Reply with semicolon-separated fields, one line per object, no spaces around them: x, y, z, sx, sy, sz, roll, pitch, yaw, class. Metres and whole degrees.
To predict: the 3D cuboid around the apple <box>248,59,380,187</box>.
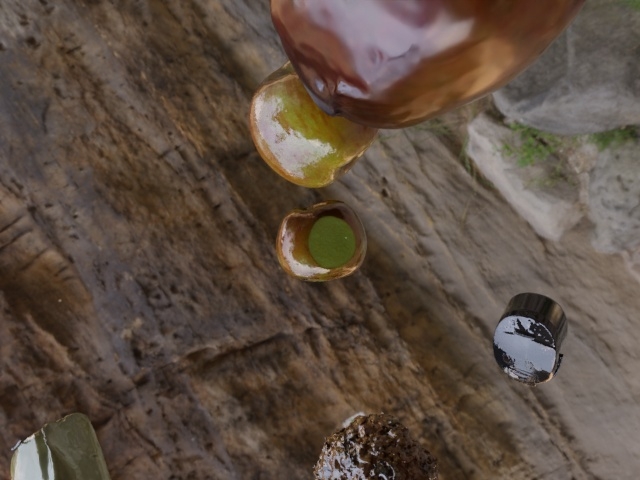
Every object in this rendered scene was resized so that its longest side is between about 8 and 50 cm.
0.001;-0.255;1.164;0.301;0.302;0.301;62;178;3;apple

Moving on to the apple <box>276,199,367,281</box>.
0.000;0.000;0.684;0.099;0.114;0.101;168;96;-78;apple

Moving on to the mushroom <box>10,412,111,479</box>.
-0.179;0.296;0.429;0.081;0.100;0.312;16;-143;-58;mushroom

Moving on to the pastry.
0.118;0.468;1.068;0.193;0.275;0.274;2;-130;-45;pastry

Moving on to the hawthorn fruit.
0.105;-0.265;0.536;0.325;0.308;0.308;20;151;35;hawthorn fruit

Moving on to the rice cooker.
0.354;0.166;0.922;0.112;0.106;0.165;15;140;30;rice cooker
